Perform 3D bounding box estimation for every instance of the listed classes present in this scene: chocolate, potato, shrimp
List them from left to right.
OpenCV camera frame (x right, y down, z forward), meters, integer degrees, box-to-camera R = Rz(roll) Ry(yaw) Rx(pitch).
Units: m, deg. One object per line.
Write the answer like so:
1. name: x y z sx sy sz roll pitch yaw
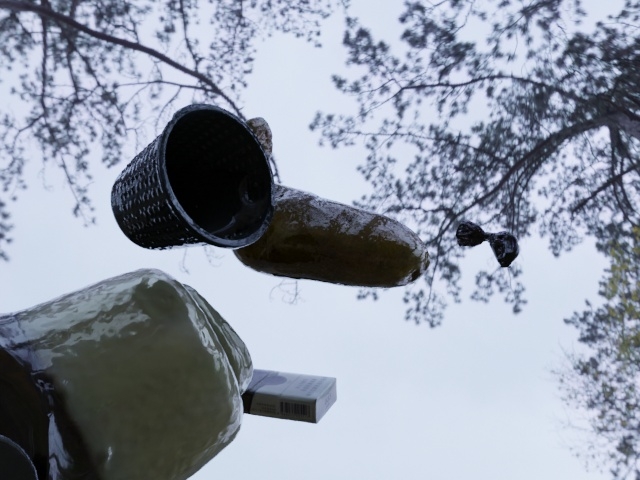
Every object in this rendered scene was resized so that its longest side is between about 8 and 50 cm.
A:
1. chocolate: -0.249 0.180 0.770 0.314 0.297 0.326 51 -18 19
2. shrimp: -0.161 -0.128 1.194 0.061 0.145 0.267 32 -48 14
3. potato: 0.000 0.000 0.982 0.369 0.195 0.177 15 -109 20
4. chocolate: 0.357 0.004 1.218 0.147 0.070 0.072 30 -78 43

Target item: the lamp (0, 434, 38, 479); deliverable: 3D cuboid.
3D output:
1. lamp: -0.369 0.321 0.555 0.130 0.108 0.371 40 -58 -1

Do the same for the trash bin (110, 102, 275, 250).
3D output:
1. trash bin: -0.170 -0.062 0.723 0.161 0.175 0.175 -14 -74 39

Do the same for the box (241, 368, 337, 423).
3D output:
1. box: -0.102 0.393 1.486 0.259 0.168 0.071 3 -82 19
